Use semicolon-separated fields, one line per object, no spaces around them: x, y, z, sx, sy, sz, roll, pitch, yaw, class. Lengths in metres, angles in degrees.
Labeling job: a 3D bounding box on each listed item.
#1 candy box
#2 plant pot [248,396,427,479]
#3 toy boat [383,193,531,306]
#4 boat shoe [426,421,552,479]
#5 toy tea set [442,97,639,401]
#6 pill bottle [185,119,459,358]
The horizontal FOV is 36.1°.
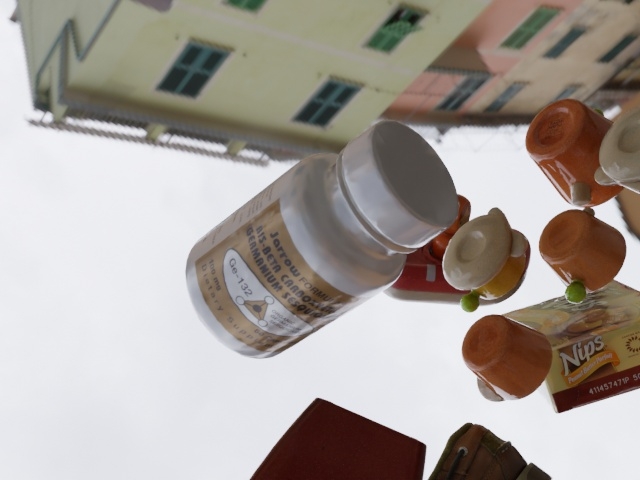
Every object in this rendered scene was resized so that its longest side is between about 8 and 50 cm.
0.365;0.135;1.344;0.316;0.183;0.087;-60;-49;-85;candy box
0.036;0.390;1.490;0.267;0.267;0.235;22;-106;13;plant pot
0.191;0.002;1.433;0.231;0.151;0.151;3;-151;0;toy boat
0.086;0.312;0.931;0.104;0.110;0.307;37;-105;21;boat shoe
0.246;0.008;0.985;0.124;0.336;0.200;33;-177;-32;toy tea set
0.000;0.000;0.844;0.131;0.229;0.131;30;-138;-31;pill bottle
